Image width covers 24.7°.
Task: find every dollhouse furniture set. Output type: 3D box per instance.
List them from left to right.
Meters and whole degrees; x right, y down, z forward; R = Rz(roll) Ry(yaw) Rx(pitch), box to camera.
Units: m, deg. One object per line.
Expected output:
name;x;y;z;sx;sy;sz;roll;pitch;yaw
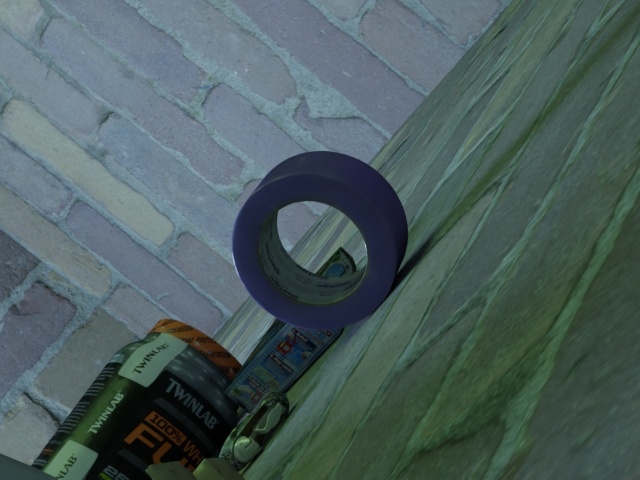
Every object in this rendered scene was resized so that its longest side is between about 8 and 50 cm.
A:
dollhouse furniture set;-0.149;0.317;1.440;0.182;0.101;0.161;-51;-21;12

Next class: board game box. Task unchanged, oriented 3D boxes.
board game box;-0.017;0.106;1.840;0.194;0.060;0.194;-54;6;-39

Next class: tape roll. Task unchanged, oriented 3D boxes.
tape roll;0.000;0.000;1.647;0.189;0.189;0.080;-50;3;26

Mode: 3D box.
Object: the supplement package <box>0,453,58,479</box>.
supplement package;-0.295;0.306;1.289;0.145;0.204;0.262;-51;44;4

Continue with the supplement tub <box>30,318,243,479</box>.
supplement tub;-0.237;0.267;1.880;0.316;0.193;0.193;-56;5;-23

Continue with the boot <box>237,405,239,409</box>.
boot;-0.254;0.318;2.082;0.260;0.131;0.348;-45;-14;-51

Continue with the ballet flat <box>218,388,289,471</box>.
ballet flat;-0.074;0.217;1.644;0.114;0.041;0.041;-53;4;-10
